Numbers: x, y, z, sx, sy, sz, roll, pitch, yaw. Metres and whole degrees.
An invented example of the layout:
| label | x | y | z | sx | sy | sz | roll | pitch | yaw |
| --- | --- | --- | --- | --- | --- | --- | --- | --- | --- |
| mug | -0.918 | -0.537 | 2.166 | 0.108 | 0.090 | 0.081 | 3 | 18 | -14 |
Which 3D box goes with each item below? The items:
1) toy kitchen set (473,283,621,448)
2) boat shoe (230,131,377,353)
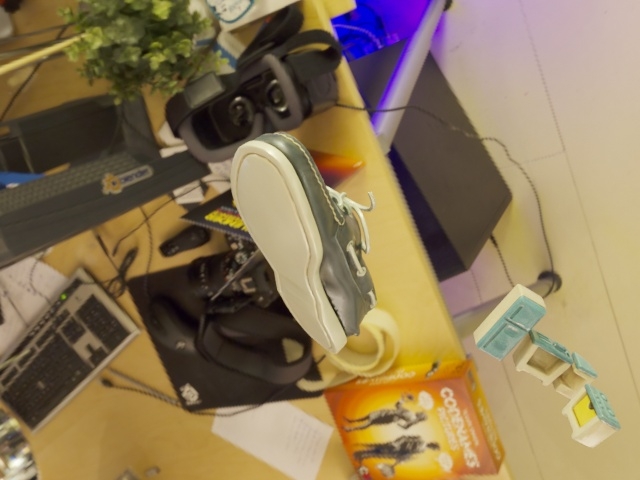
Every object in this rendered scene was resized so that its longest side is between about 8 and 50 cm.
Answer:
| label | x | y | z | sx | sy | sz | roll | pitch | yaw |
| --- | --- | --- | --- | --- | --- | --- | --- | --- | --- |
| toy kitchen set | 0.372 | 0.199 | 1.172 | 0.207 | 0.166 | 0.122 | 29 | 115 | -12 |
| boat shoe | 0.000 | 0.000 | 0.621 | 0.095 | 0.079 | 0.254 | 30 | 154 | 39 |
